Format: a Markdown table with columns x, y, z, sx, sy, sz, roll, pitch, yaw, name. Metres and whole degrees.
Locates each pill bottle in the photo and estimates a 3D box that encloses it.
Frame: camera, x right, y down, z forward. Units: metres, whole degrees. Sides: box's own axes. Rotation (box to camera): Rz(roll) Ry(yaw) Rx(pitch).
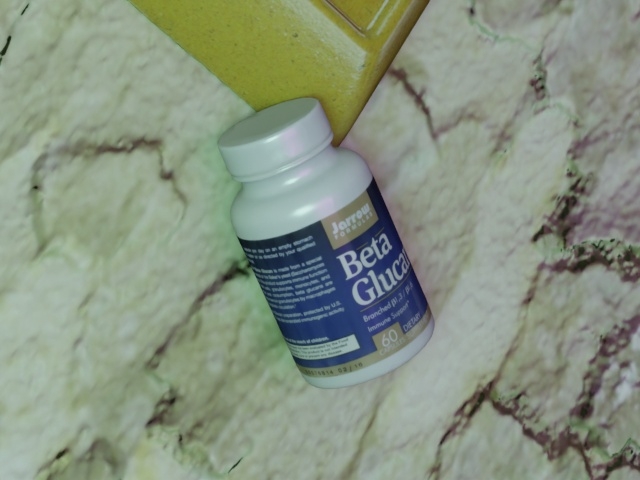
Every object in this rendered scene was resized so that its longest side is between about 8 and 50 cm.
| x | y | z | sx | sy | sz | roll | pitch | yaw | name |
| --- | --- | --- | --- | --- | --- | --- | --- | --- | --- |
| 0.000 | 0.000 | 1.183 | 0.094 | 0.094 | 0.169 | -34 | 111 | -26 | pill bottle |

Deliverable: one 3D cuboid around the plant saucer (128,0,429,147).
| x | y | z | sx | sy | sz | roll | pitch | yaw | name |
| --- | --- | --- | --- | --- | --- | --- | --- | --- | --- |
| -0.007 | -0.273 | 1.166 | 0.332 | 0.081 | 0.333 | 39 | 74 | -29 | plant saucer |
